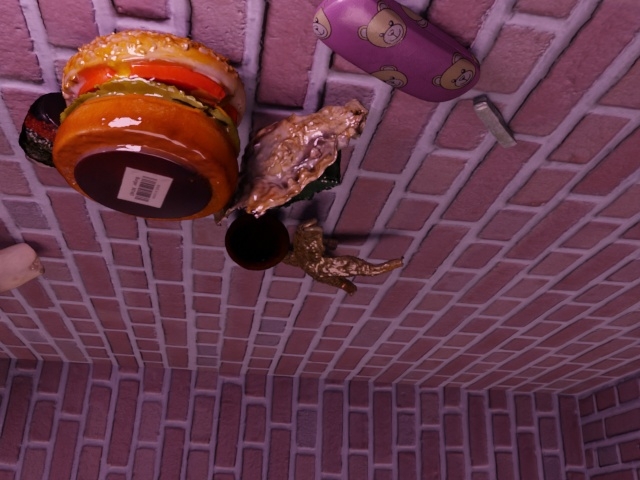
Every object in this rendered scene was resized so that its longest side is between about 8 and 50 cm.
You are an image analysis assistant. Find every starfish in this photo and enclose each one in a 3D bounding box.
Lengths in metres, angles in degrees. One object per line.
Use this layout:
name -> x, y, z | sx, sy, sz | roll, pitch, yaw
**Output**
starfish -> 0.037, 0.059, 1.871 | 0.323, 0.083, 0.432 | 21, 157, -12

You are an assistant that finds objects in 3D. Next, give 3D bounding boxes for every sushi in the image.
sushi -> -0.466, -0.200, 1.347 | 0.225, 0.136, 0.126 | 21, 145, -33

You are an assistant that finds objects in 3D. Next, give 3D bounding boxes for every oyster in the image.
oyster -> -0.068, -0.163, 1.286 | 0.107, 0.354, 0.201 | 58, 164, -27

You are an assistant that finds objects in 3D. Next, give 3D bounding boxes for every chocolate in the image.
chocolate -> -0.159, 0.001, 1.771 | 0.176, 0.177, 0.177 | 2, 156, 1

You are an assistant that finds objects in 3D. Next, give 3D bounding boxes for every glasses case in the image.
glasses case -> 0.129, -0.312, 1.125 | 0.316, 0.076, 0.123 | 19, 151, -34

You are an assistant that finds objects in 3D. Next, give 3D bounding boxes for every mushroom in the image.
mushroom -> -1.008, 0.103, 1.921 | 0.325, 0.353, 0.353 | 17, 160, 16

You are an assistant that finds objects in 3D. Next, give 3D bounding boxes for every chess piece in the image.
chess piece -> 0.000, 0.000, 1.885 | 0.092, 0.035, 0.035 | 16, 152, -21

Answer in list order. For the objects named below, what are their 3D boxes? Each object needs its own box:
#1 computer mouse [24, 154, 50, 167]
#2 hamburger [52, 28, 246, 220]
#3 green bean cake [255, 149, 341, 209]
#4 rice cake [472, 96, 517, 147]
computer mouse -> -0.593, -0.188, 1.499 | 0.096, 0.039, 0.066 | 2, 157, 18
hamburger -> -0.287, -0.201, 1.194 | 0.329, 0.250, 0.330 | 3, 153, 2
green bean cake -> -0.069, -0.139, 1.490 | 0.193, 0.107, 0.208 | 6, 157, -13
rice cake -> 0.343, -0.230, 1.351 | 0.033, 0.029, 0.170 | -17, 149, 29
